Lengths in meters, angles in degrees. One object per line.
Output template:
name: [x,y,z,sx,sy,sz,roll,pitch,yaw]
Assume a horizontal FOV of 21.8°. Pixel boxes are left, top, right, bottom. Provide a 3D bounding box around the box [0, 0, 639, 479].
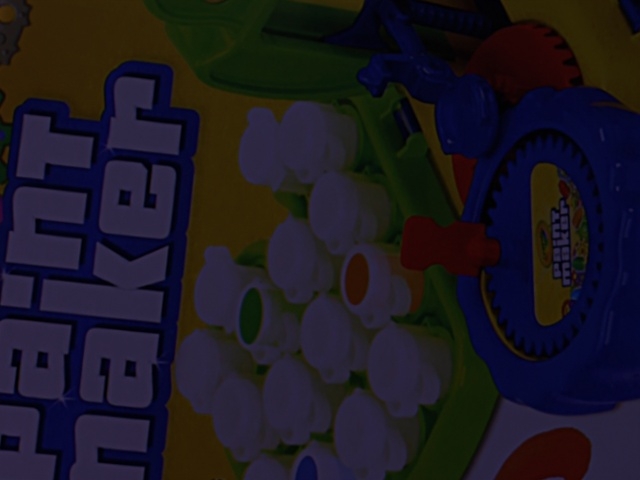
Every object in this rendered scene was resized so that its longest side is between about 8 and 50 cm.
box: [0.057,0.000,0.410,0.279,0.290,0.177,7,170,-6]
